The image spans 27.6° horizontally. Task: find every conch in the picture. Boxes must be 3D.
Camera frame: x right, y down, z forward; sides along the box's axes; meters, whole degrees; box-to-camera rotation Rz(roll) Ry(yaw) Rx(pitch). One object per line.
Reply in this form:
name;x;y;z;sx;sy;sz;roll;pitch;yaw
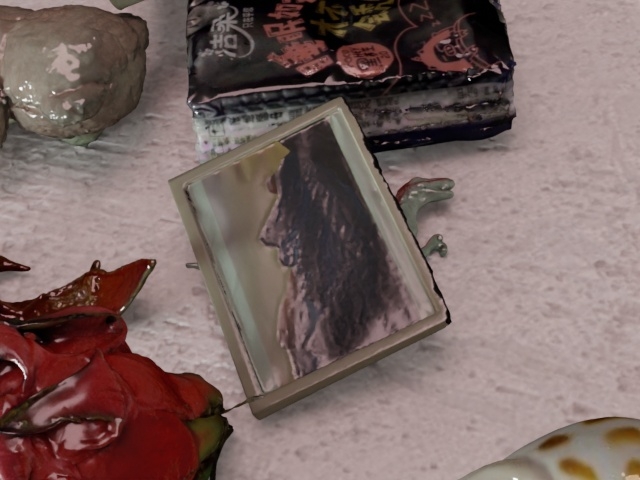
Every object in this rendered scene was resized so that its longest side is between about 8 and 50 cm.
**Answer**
conch;0.216;0.218;0.931;0.275;0.149;0.183;1;78;21

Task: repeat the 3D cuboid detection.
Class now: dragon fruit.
dragon fruit;-0.180;0.155;1.026;0.293;0.234;0.234;-21;47;-27

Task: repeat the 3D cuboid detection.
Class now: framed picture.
framed picture;-0.016;0.007;1.171;0.192;0.018;0.265;-27;58;4

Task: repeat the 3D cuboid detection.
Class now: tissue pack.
tissue pack;0.025;-0.192;1.346;0.332;0.123;0.245;-6;43;1

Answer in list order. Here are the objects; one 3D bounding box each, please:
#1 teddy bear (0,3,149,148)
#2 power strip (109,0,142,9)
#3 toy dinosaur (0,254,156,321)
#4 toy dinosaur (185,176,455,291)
teddy bear;-0.310;-0.178;1.374;0.267;0.151;0.236;8;44;14
power strip;-0.162;-0.317;1.449;0.118;0.046;0.270;-19;18;12
toy dinosaur;-0.314;0.063;1.197;0.327;0.113;0.207;11;53;17
toy dinosaur;0.000;0.000;1.227;0.242;0.053;0.167;0;49;12
